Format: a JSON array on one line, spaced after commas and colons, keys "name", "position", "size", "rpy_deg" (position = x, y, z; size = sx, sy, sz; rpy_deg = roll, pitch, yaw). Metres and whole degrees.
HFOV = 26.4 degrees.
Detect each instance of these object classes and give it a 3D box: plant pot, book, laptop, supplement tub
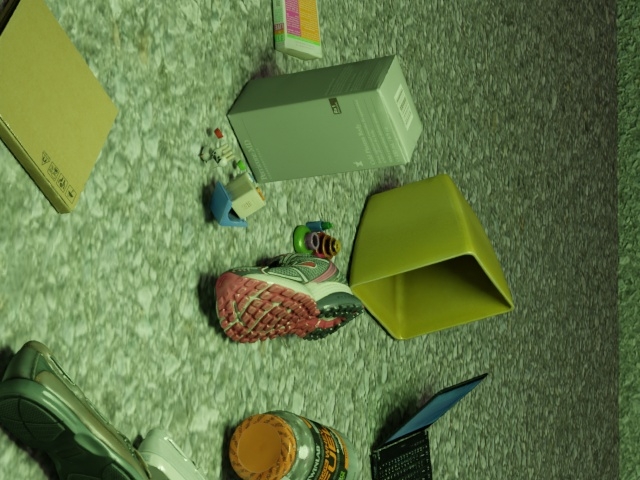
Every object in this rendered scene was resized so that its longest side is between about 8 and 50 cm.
[{"name": "plant pot", "position": [0.176, 0.017, 2.247], "size": [0.212, 0.212, 0.187], "rpy_deg": [47, 32, -51]}, {"name": "book", "position": [-0.039, -0.351, 2.058], "size": [0.096, 0.035, 0.144], "rpy_deg": [8, 77, -60]}, {"name": "laptop", "position": [0.192, 0.367, 2.265], "size": [0.234, 0.137, 0.264], "rpy_deg": [-4, 89, -63]}, {"name": "supplement tub", "position": [-0.037, 0.294, 1.839], "size": [0.190, 0.117, 0.117], "rpy_deg": [31, 58, -58]}]

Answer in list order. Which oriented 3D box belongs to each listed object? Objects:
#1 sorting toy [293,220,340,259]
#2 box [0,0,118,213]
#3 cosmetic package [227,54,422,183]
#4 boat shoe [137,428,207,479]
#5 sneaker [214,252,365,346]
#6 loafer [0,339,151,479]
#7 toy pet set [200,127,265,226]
[{"name": "sorting toy", "position": [0.000, 0.000, 2.055], "size": [0.102, 0.042, 0.061], "rpy_deg": [18, 69, -61]}, {"name": "box", "position": [-0.302, -0.155, 1.499], "size": [0.201, 0.021, 0.164], "rpy_deg": [59, 36, -41]}, {"name": "cosmetic package", "position": [0.007, -0.165, 1.885], "size": [0.127, 0.238, 0.107], "rpy_deg": [64, 30, -30]}, {"name": "boat shoe", "position": [-0.165, 0.295, 1.652], "size": [0.184, 0.066, 0.063], "rpy_deg": [50, 43, -35]}, {"name": "sneaker", "position": [-0.058, 0.071, 1.871], "size": [0.299, 0.121, 0.112], "rpy_deg": [12, 45, -62]}, {"name": "loafer", "position": [-0.247, 0.211, 1.463], "size": [0.267, 0.096, 0.084], "rpy_deg": [58, 31, -39]}, {"name": "toy pet set", "position": [-0.123, -0.068, 1.828], "size": [0.114, 0.065, 0.122], "rpy_deg": [60, 3, 41]}]
